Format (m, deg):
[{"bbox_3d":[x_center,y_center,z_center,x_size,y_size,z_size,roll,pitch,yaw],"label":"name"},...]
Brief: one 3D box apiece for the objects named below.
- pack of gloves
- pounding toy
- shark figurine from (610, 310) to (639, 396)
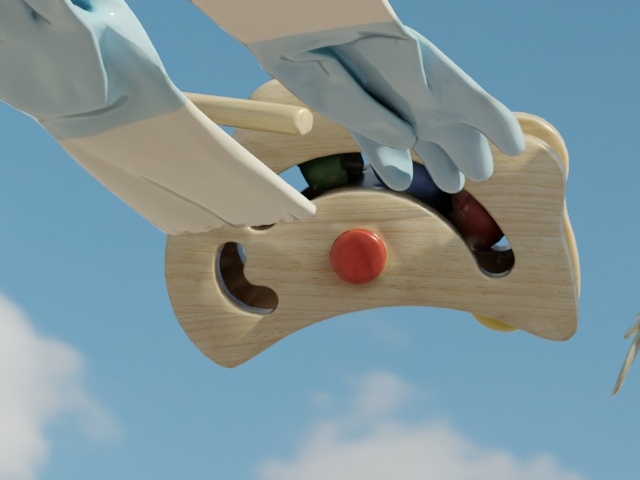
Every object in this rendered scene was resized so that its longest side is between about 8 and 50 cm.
[{"bbox_3d":[-0.039,-0.079,0.774,0.195,0.046,0.232,-8,-28,28],"label":"pack of gloves"},{"bbox_3d":[0.000,0.000,0.986,0.269,0.154,0.155,14,14,5],"label":"pounding toy"},{"bbox_3d":[0.256,0.051,1.251,0.116,0.166,0.278,24,-9,8],"label":"shark figurine"}]
